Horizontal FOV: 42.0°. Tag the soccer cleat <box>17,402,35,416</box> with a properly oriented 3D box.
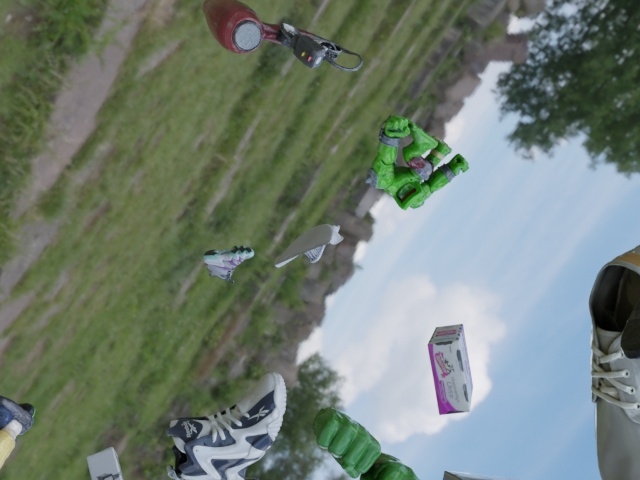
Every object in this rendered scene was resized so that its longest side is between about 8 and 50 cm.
[{"bbox_3d":[-0.599,0.326,1.479,0.178,0.072,0.060,-21,-142,-6],"label":"soccer cleat"}]

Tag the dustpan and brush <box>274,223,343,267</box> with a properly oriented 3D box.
[{"bbox_3d":[0.000,0.000,1.802,0.147,0.060,0.211,-23,-159,27],"label":"dustpan and brush"}]

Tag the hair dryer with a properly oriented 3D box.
[{"bbox_3d":[-0.089,-0.343,1.423,0.080,0.293,0.223,-65,165,15],"label":"hair dryer"}]

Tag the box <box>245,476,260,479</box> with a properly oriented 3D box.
[{"bbox_3d":[-0.149,0.691,1.544,0.396,0.293,0.212,-57,-167,-29],"label":"box"}]

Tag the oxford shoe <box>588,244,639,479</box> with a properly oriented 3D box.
[{"bbox_3d":[0.521,0.224,1.434,0.169,0.130,0.450,14,-79,59],"label":"oxford shoe"}]

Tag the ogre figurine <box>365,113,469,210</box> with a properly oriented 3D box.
[{"bbox_3d":[0.143,-0.116,1.311,0.118,0.097,0.197,-52,157,14],"label":"ogre figurine"}]

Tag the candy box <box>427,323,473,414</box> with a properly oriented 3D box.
[{"bbox_3d":[0.294,0.284,1.873,0.233,0.071,0.159,-12,93,-78],"label":"candy box"}]

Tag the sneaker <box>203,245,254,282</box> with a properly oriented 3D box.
[{"bbox_3d":[-0.164,0.048,1.547,0.038,0.098,0.069,-61,143,-61],"label":"sneaker"}]

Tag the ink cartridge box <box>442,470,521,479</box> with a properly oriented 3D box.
[{"bbox_3d":[0.308,0.509,1.564,0.072,0.175,0.128,-172,-85,-68],"label":"ink cartridge box"}]

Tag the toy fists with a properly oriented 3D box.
[{"bbox_3d":[0.097,0.442,1.654,0.096,0.279,0.142,-49,-168,-14],"label":"toy fists"}]

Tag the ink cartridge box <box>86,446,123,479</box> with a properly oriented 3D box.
[{"bbox_3d":[-0.462,0.546,1.834,0.063,0.151,0.109,-16,155,-15],"label":"ink cartridge box"}]

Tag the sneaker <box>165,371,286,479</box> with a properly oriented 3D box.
[{"bbox_3d":[-0.165,0.303,1.347,0.235,0.153,0.094,-58,-152,11],"label":"sneaker"}]

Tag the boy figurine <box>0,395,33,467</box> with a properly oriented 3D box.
[{"bbox_3d":[-0.488,0.335,1.193,0.177,0.092,0.285,-49,-159,10],"label":"boy figurine"}]

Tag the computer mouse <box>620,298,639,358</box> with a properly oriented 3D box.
[{"bbox_3d":[0.516,0.054,1.134,0.262,0.060,0.184,-59,-174,-21],"label":"computer mouse"}]
